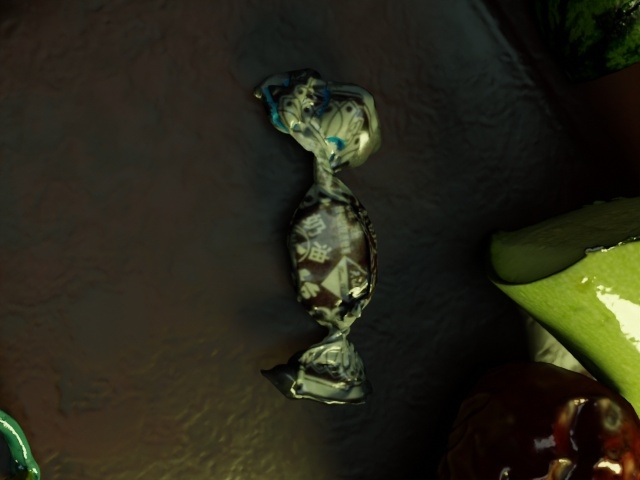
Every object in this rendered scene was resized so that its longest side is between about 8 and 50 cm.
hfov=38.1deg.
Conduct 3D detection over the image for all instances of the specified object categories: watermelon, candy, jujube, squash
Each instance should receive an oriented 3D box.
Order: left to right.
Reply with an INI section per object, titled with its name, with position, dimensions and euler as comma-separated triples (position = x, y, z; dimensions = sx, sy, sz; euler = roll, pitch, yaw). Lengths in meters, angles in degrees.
[candy]
position = 0.000, 0.000, 0.615
dimensions = 0.093, 0.051, 0.227
euler = -5, 94, -2
[jujube]
position = 0.139, 0.199, 0.615
dimensions = 0.155, 0.155, 0.230
euler = 17, 81, -14
[watermelon]
position = 0.205, -0.218, 0.612
dimensions = 0.145, 0.137, 0.193
euler = 45, 127, -14
[squash]
position = 0.255, 0.072, 0.644
dimensions = 0.287, 0.137, 0.137
euler = 43, 85, -17

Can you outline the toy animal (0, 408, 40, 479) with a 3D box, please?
[toy animal]
position = -0.224, 0.123, 0.563
dimensions = 0.103, 0.100, 0.209
euler = -12, 96, -51
